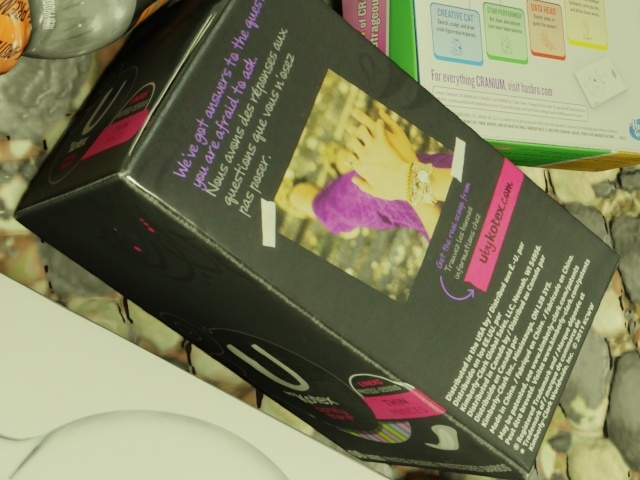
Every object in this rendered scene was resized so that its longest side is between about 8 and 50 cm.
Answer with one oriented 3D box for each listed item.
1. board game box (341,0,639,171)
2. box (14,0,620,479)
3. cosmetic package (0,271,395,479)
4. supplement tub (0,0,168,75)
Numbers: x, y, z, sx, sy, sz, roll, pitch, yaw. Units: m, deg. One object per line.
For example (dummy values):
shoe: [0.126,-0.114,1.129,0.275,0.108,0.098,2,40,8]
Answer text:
board game box: [0.120,-0.210,0.811,0.242,0.064,0.316,2,82,-39]
box: [0.000,0.000,0.668,0.270,0.165,0.143,38,67,-21]
cosmetic package: [-0.163,0.197,0.447,0.284,0.097,0.377,25,54,10]
supplement tub: [-0.104,-0.223,0.619,0.316,0.193,0.193,-44,106,-29]
